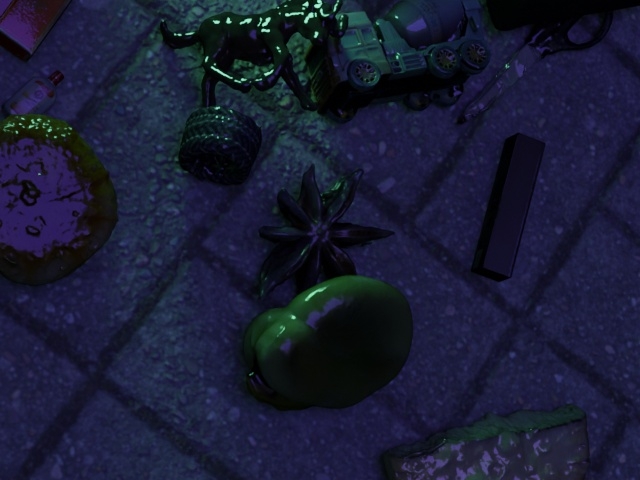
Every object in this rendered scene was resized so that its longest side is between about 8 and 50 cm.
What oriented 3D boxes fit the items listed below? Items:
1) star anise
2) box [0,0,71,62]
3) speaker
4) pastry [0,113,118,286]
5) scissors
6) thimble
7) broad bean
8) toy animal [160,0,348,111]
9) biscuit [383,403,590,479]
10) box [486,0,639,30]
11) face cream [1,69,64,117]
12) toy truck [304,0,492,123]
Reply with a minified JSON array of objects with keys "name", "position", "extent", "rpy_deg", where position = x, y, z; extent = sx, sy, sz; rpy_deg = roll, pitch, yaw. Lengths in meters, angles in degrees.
[{"name":"star anise","position":[0.000,0.000,1.758],"extent":[0.180,0.061,0.205],"rpy_deg":[26,76,-23]},{"name":"box","position":[-0.384,-0.305,1.672],"extent":[0.175,0.048,0.112],"rpy_deg":[34,71,-12]},{"name":"speaker","position":[0.245,-0.044,1.868],"extent":[0.046,0.040,0.191],"rpy_deg":[20,75,-14]},{"name":"pastry","position":[-0.332,-0.046,1.625],"extent":[0.182,0.093,0.192],"rpy_deg":[-39,98,-18]},{"name":"scissors","position":[0.283,-0.252,1.926],"extent":[0.300,0.022,0.109],"rpy_deg":[-44,94,-22]},{"name":"thimble","position":[-0.119,-0.112,1.709],"extent":[0.095,0.104,0.066],"rpy_deg":[24,67,-27]},{"name":"broad bean","position":[0.014,0.130,1.714],"extent":[0.228,0.100,0.169],"rpy_deg":[-27,118,-14]},{"name":"toy animal","position":[-0.080,-0.229,1.731],"extent":[0.232,0.084,0.148],"rpy_deg":[-5,65,14]},{"name":"biscuit","position":[0.227,0.306,1.779],"extent":[0.281,0.084,0.179],"rpy_deg":[-14,86,-22]},{"name":"box","position":[0.356,-0.450,1.810],"extent":[0.251,0.345,0.205],"rpy_deg":[-14,74,-21]},{"name":"face cream","position":[-0.336,-0.169,1.683],"extent":[0.040,0.021,0.083],"rpy_deg":[46,69,-11]},{"name":"toy truck","position":[0.103,-0.245,1.819],"extent":[0.256,0.108,0.140],"rpy_deg":[-12,72,-24]}]
